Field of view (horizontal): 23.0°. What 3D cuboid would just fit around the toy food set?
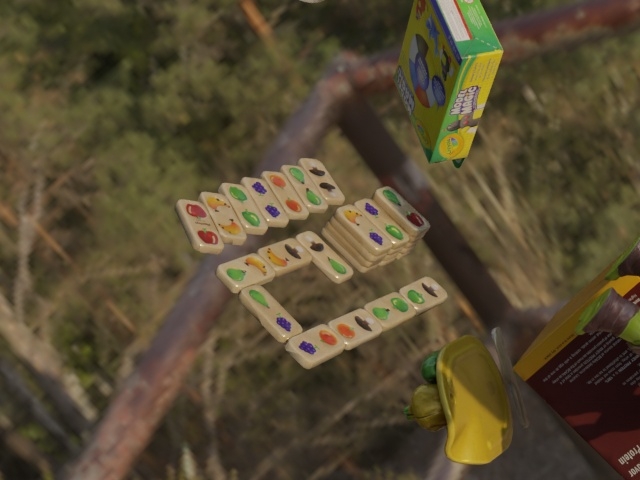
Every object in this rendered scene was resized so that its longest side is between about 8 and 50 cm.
[{"bbox_3d":[0.144,0.170,1.650,0.071,0.128,0.218,-21,-4,24],"label":"toy food set"}]

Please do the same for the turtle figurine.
[{"bbox_3d":[0.337,0.109,1.390,0.269,0.217,0.087,-55,1,-16],"label":"turtle figurine"}]

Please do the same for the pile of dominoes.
[{"bbox_3d":[0.000,0.000,1.373,0.251,0.196,0.040,-21,-29,-55],"label":"pile of dominoes"}]

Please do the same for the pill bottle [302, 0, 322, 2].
[{"bbox_3d":[0.013,-0.216,1.051,0.120,0.067,0.067,-49,18,45],"label":"pill bottle"}]

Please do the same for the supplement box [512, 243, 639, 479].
[{"bbox_3d":[0.344,0.120,1.607,0.191,0.194,0.129,-48,-5,38],"label":"supplement box"}]

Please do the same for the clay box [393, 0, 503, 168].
[{"bbox_3d":[0.134,-0.182,1.729,0.053,0.222,0.127,-11,60,-16],"label":"clay box"}]
